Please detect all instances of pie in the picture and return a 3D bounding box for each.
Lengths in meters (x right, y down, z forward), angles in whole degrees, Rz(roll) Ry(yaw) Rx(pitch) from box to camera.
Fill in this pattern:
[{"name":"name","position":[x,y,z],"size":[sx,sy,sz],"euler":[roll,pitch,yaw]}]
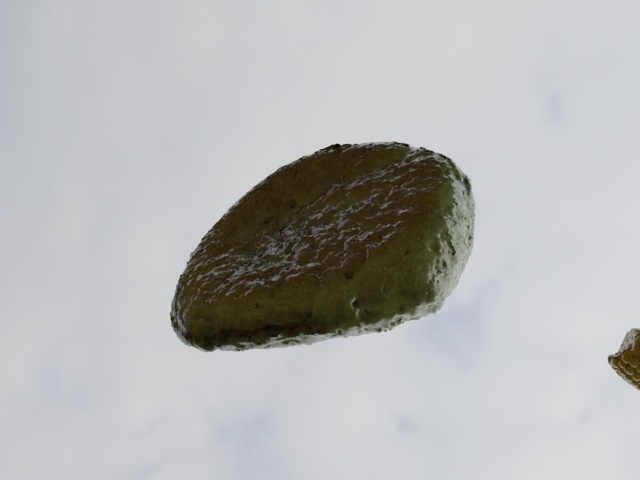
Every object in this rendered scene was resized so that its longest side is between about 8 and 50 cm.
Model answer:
[{"name":"pie","position":[0.000,0.000,0.744],"size":[0.323,0.070,0.323],"euler":[-18,-147,12]}]

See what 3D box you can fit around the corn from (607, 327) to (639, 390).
[{"name":"corn","position":[0.365,0.148,0.683],"size":[0.206,0.067,0.067],"euler":[31,-88,2]}]
